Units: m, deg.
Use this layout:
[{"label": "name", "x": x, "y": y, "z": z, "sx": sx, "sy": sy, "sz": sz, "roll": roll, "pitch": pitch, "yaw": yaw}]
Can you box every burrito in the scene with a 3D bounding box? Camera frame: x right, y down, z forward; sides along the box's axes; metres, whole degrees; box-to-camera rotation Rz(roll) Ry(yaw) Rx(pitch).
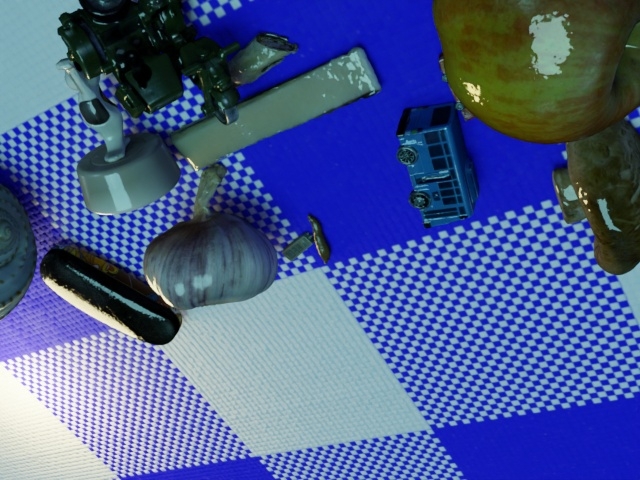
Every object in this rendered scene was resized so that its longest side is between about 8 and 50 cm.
[{"label": "burrito", "x": -0.108, "y": -0.282, "z": 1.189, "sx": 0.149, "sy": 0.041, "sz": 0.055, "roll": -26, "pitch": 130, "yaw": 29}]

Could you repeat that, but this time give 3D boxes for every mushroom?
[{"label": "mushroom", "x": 0.434, "y": -0.052, "z": 1.130, "sx": 0.156, "sy": 0.151, "sz": 0.286, "roll": -13, "pitch": 124, "yaw": 25}]

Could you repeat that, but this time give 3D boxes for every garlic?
[{"label": "garlic", "x": -0.197, "y": -0.011, "z": 1.355, "sx": 0.245, "sy": 0.245, "sz": 0.253, "roll": 4, "pitch": 98, "yaw": 15}]

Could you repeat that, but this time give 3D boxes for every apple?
[{"label": "apple", "x": 0.277, "y": -0.270, "z": 0.929, "sx": 0.301, "sy": 0.302, "sz": 0.302, "roll": 9, "pitch": 131, "yaw": 11}]

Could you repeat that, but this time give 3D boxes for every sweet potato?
[{"label": "sweet potato", "x": 0.000, "y": 0.000, "z": 1.399, "sx": 0.026, "sy": 0.026, "sz": 0.115, "roll": -3, "pitch": 125, "yaw": 20}]

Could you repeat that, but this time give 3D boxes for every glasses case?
[{"label": "glasses case", "x": -0.445, "y": 0.119, "z": 1.603, "sx": 0.321, "sy": 0.082, "sz": 0.122, "roll": 31, "pitch": 130, "yaw": -6}]

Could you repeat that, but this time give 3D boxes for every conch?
[{"label": "conch", "x": -0.688, "y": 0.005, "z": 1.509, "sx": 0.319, "sy": 0.215, "sz": 0.303, "roll": 13, "pitch": 134, "yaw": 51}]

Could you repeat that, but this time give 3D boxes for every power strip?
[{"label": "power strip", "x": -0.041, "y": 0.010, "z": 1.426, "sx": 0.027, "sy": 0.017, "sz": 0.083, "roll": 38, "pitch": 131, "yaw": -16}]

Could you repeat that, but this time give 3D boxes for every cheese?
[{"label": "cheese", "x": -0.085, "y": -0.212, "z": 1.248, "sx": 0.400, "sy": 0.034, "sz": 0.085, "roll": -19, "pitch": 116, "yaw": 30}]

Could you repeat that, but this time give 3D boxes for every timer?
[{"label": "timer", "x": -0.360, "y": -0.198, "z": 1.264, "sx": 0.175, "sy": 0.175, "sz": 0.266, "roll": -4, "pitch": 122, "yaw": 21}]

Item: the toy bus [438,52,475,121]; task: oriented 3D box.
[{"label": "toy bus", "x": 0.212, "y": -0.235, "z": 1.131, "sx": 0.043, "sy": 0.031, "sz": 0.110, "roll": -20, "pitch": 120, "yaw": 23}]

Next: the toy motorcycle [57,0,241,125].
[{"label": "toy motorcycle", "x": -0.249, "y": -0.272, "z": 1.122, "sx": 0.275, "sy": 0.205, "sz": 0.127, "roll": 56, "pitch": 163, "yaw": 2}]

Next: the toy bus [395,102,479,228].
[{"label": "toy bus", "x": 0.188, "y": -0.117, "z": 1.197, "sx": 0.106, "sy": 0.090, "sz": 0.185, "roll": -8, "pitch": 125, "yaw": 21}]
